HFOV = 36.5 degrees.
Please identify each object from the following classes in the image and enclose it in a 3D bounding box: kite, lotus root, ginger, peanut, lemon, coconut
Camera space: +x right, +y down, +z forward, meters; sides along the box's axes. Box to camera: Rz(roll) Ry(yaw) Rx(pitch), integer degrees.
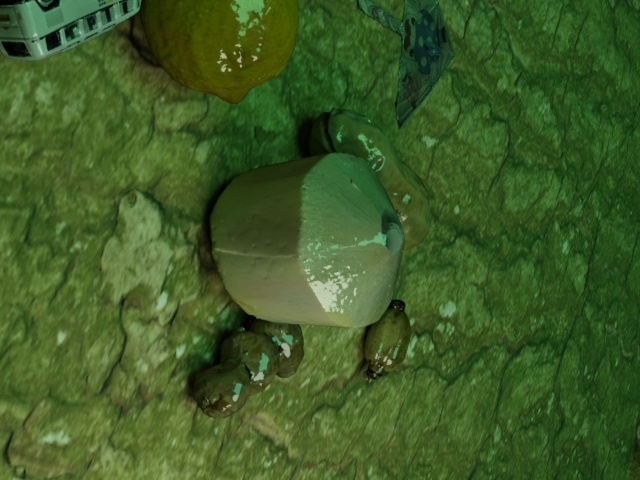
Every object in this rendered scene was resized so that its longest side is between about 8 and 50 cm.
[{"bbox_3d":[0.157,-0.356,1.680,0.314,0.011,0.335,9,84,-52],"label":"kite"},{"bbox_3d":[0.109,0.170,1.598,0.072,0.063,0.152,29,67,-8],"label":"lotus root"},{"bbox_3d":[-0.094,0.168,1.320,0.204,0.080,0.104,-32,109,-50],"label":"ginger"},{"bbox_3d":[0.081,-0.094,1.501,0.290,0.130,0.130,49,55,-43],"label":"peanut"},{"bbox_3d":[-0.122,-0.280,1.175,0.192,0.192,0.231,-34,119,-46],"label":"lemon"},{"bbox_3d":[0.000,0.000,1.299,0.239,0.244,0.239,1,89,-54],"label":"coconut"}]

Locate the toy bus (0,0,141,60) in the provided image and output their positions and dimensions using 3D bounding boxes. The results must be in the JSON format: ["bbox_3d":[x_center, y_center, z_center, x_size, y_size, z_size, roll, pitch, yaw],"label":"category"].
[{"bbox_3d":[-0.276,-0.263,1.067,0.194,0.087,0.089,-42,130,-44],"label":"toy bus"}]
